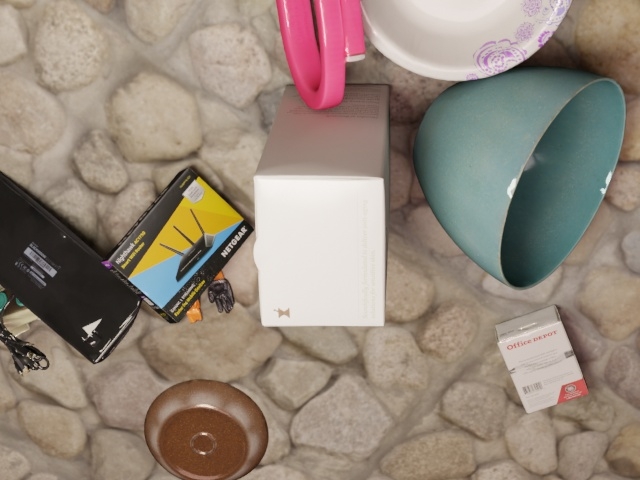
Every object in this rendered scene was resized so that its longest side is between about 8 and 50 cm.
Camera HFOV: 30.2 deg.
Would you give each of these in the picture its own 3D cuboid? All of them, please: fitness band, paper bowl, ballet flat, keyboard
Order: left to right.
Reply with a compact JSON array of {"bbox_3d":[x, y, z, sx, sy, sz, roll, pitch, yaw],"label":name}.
[{"bbox_3d":[-0.441,0.098,1.762,0.249,0.086,0.086,-25,111,15],"label":"ballet flat"},{"bbox_3d":[-0.419,0.062,1.684,0.317,0.033,0.201,40,89,9],"label":"keyboard"},{"bbox_3d":[-0.008,-0.308,1.470,0.054,0.209,0.290,-11,107,-14],"label":"fitness band"},{"bbox_3d":[0.172,-0.352,1.475,0.284,0.148,0.284,1,114,3],"label":"paper bowl"}]

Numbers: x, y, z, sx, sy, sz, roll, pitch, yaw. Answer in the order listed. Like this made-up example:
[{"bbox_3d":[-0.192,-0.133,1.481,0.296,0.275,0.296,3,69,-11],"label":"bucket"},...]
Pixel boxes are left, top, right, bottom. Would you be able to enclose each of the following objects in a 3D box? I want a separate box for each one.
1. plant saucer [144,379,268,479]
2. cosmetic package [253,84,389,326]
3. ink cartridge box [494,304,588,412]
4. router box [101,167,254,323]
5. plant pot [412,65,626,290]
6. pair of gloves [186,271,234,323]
[{"bbox_3d":[-0.182,0.312,1.861,0.199,0.036,0.198,1,114,3],"label":"plant saucer"},{"bbox_3d":[0.011,-0.057,1.500,0.155,0.365,0.196,0,115,3],"label":"cosmetic package"},{"bbox_3d":[0.328,0.176,1.758,0.099,0.056,0.135,-20,113,11],"label":"ink cartridge box"},{"bbox_3d":[-0.199,0.008,1.661,0.133,0.046,0.179,43,69,-15],"label":"router box"},{"bbox_3d":[0.237,-0.108,1.540,0.195,0.290,0.290,29,119,30],"label":"plant pot"},{"bbox_3d":[-0.173,0.082,1.769,0.083,0.010,0.074,-16,111,7],"label":"pair of gloves"}]
